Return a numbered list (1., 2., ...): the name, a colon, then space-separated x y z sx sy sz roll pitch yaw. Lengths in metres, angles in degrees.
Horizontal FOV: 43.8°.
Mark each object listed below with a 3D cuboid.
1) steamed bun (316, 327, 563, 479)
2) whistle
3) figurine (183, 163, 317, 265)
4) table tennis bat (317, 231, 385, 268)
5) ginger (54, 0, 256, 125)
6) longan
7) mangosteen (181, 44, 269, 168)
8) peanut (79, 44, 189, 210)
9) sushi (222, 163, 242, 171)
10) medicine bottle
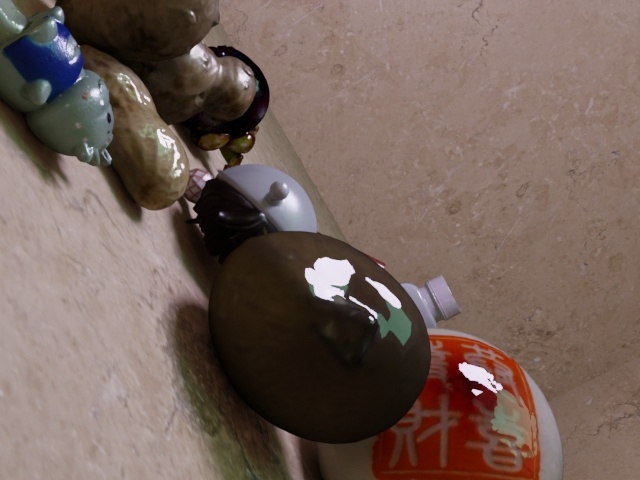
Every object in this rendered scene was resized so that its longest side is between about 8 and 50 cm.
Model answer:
1. steamed bun: 0.183 0.284 1.166 0.241 0.375 0.374 109 -33 -47
2. whistle: -0.278 -0.173 0.789 0.244 0.092 0.110 60 11 -29
3. figurine: -0.091 -0.018 1.240 0.281 0.167 0.370 45 -3 4
4. table tennis bat: 0.000 0.000 1.787 0.310 0.038 0.200 26 2 -3
5. ginger: -0.217 -0.265 1.088 0.304 0.245 0.155 62 25 -57
6. longan: -0.005 0.118 0.995 0.300 0.243 0.300 27 -11 6
7. mangosteen: -0.184 -0.246 1.491 0.194 0.194 0.230 -100 -174 -68
8. peanut: -0.239 -0.144 0.997 0.227 0.086 0.104 61 17 3
9. sushi: -0.159 -0.111 1.616 0.118 0.061 0.060 37 26 -24
10. medicine bottle: 0.191 0.196 1.965 0.161 0.296 0.111 62 7 3
